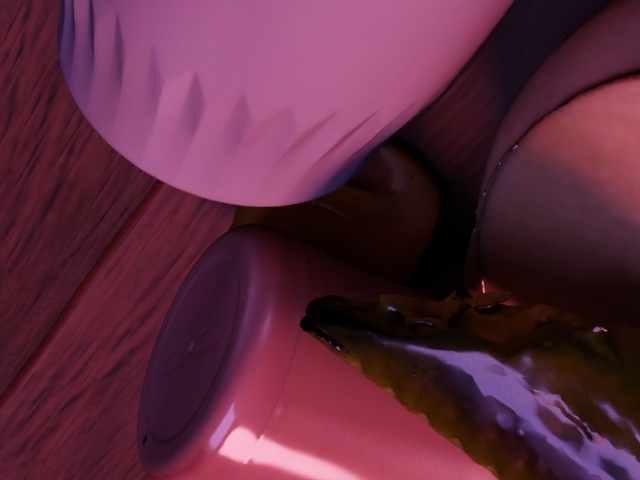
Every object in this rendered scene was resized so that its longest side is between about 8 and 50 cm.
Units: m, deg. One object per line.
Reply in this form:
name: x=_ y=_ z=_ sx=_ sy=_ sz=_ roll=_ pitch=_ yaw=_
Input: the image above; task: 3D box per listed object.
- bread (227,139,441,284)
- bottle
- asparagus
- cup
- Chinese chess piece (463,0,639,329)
bread: x=-0.001 y=0.001 z=0.973 sx=0.134 sy=0.085 sz=0.173 roll=32 pitch=136 yaw=9
bottle: x=0.049 y=0.127 z=0.887 sx=0.297 sy=0.206 sz=0.173 roll=24 pitch=116 yaw=-23
asparagus: x=0.168 y=0.114 z=0.728 sx=0.382 sy=0.108 sz=0.128 roll=36 pitch=134 yaw=6
cup: x=0.006 y=-0.199 z=0.689 sx=0.253 sy=0.253 sz=0.371 roll=36 pitch=138 yaw=5
Chinese chess piece: x=0.248 y=0.012 z=0.772 sx=0.338 sy=0.140 sz=0.338 roll=17 pitch=131 yaw=21
